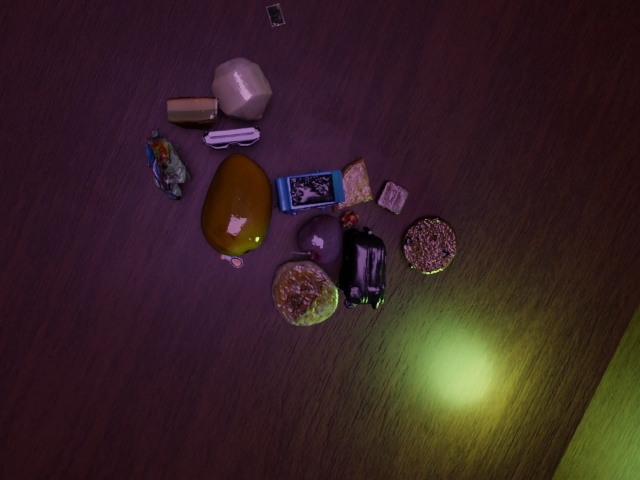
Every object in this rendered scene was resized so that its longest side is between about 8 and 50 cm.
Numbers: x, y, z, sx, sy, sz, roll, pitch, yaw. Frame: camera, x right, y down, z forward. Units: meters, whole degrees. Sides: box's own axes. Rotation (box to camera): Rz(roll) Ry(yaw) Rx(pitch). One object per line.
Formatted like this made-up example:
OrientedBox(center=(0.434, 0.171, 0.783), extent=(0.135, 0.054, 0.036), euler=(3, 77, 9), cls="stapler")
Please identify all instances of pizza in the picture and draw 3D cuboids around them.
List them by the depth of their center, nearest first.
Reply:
OrientedBox(center=(0.161, -0.249, 1.978), extent=(0.197, 0.058, 0.292), euler=(23, 94, -13), cls="pizza")

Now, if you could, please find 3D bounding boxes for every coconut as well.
OrientedBox(center=(-0.330, -0.620, 1.761), extent=(0.244, 0.245, 0.248), euler=(-24, 101, -6), cls="coconut")

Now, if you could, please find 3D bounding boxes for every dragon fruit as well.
OrientedBox(center=(0.138, -0.098, 1.963), extent=(0.086, 0.116, 0.081), euler=(-41, 107, 6), cls="dragon fruit")

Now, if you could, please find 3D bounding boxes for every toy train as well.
OrientedBox(center=(-0.060, -0.213, 1.838), extent=(0.299, 0.265, 0.188), euler=(-10, 95, -10), cls="toy train")

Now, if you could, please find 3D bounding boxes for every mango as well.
OrientedBox(center=(-0.360, -0.153, 1.817), extent=(0.299, 0.232, 0.447), euler=(6, 87, -6), cls="mango")

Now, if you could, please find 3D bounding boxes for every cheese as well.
OrientedBox(center=(-0.410, 0.090, 1.939), extent=(0.111, 0.017, 0.047), euler=(28, 88, -11), cls="cheese")

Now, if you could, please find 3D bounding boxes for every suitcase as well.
OrientedBox(center=(0.182, 0.110, 1.878), extent=(0.188, 0.345, 0.340), euler=(2, 98, -3), cls="suitcase")

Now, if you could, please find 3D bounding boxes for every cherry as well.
OrientedBox(center=(0.000, 0.000, 1.914), extent=(0.213, 0.183, 0.266), euler=(45, 75, -26), cls="cherry")

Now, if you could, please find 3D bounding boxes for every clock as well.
OrientedBox(center=(-0.380, -0.437, 1.798), extent=(0.252, 0.186, 0.084), euler=(-8, 103, -8), cls="clock")

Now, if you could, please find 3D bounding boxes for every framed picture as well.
OrientedBox(center=(-0.200, -1.000, 1.852), extent=(0.066, 0.006, 0.089), euler=(-19, 99, -7), cls="framed picture")

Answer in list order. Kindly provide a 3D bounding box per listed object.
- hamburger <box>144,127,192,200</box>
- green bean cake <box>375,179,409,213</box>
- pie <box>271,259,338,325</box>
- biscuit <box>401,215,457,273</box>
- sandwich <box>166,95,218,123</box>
OrientedBox(center=(-0.629, -0.316, 1.769), extent=(0.150, 0.260, 0.276), euler=(-25, 136, -30), cls="hamburger")
OrientedBox(center=(0.346, -0.208, 2.014), extent=(0.135, 0.056, 0.135), euler=(26, 90, -12), cls="green bean cake")
OrientedBox(center=(-0.075, 0.250, 1.955), extent=(0.338, 0.077, 0.340), euler=(1, 109, 4), cls="pie")
OrientedBox(center=(0.538, 0.022, 2.064), extent=(0.295, 0.075, 0.296), euler=(0, 92, -7), cls="biscuit")
OrientedBox(center=(-0.507, -0.535, 1.762), extent=(0.219, 0.186, 0.108), euler=(1, 96, 9), cls="sandwich")
